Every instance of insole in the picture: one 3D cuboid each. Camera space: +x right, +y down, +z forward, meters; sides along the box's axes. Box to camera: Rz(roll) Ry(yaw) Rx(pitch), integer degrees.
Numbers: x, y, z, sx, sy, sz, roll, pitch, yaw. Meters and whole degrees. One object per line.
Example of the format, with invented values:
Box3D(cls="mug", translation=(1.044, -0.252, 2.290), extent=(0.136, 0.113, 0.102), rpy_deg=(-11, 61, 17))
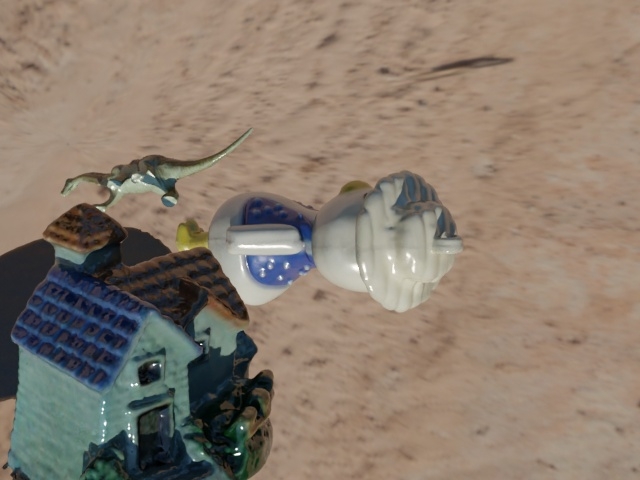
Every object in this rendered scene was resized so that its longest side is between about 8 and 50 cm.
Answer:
Box3D(cls="insole", translation=(-0.220, 0.062, 0.981), extent=(0.328, 0.007, 0.111), rpy_deg=(-21, 66, -40))

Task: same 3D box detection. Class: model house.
Box3D(cls="model house", translation=(-0.094, 0.053, 0.779), extent=(0.148, 0.119, 0.149), rpy_deg=(-18, 116, -41))

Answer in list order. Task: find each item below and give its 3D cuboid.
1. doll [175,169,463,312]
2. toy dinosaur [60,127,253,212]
Box3D(cls="doll", translation=(0.000, 0.000, 1.275), extent=(0.138, 0.293, 0.119), rpy_deg=(6, 86, -48))
Box3D(cls="toy dinosaur", translation=(-0.132, -0.046, 1.121), extent=(0.180, 0.058, 0.037), rpy_deg=(-5, 130, 23))
